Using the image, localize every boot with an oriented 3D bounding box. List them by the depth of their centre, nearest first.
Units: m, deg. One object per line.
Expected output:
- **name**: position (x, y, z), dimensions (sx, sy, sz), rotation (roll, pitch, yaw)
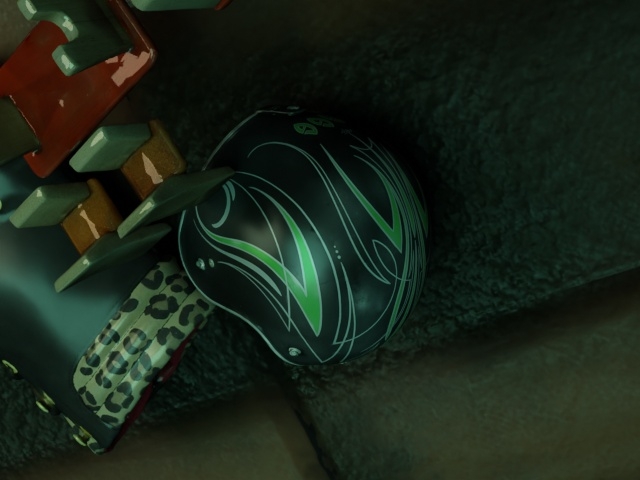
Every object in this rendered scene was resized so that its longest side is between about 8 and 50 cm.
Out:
- **boot**: position (-0.273, 0.072, 1.201), dimensions (0.284, 0.138, 0.377), rotation (39, 116, 0)

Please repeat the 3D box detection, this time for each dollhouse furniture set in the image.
- **dollhouse furniture set**: position (-0.141, -0.142, 0.983), dimensions (0.259, 0.135, 0.262), rotation (-39, 81, 35)

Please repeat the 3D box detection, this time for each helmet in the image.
- **helmet**: position (0.000, 0.000, 1.040), dimensions (0.161, 0.169, 0.169), rotation (35, 123, 22)

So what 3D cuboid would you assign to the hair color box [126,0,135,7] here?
- **hair color box**: position (-0.159, -0.248, 1.046), dimensions (0.093, 0.053, 0.167), rotation (-8, 110, 25)
